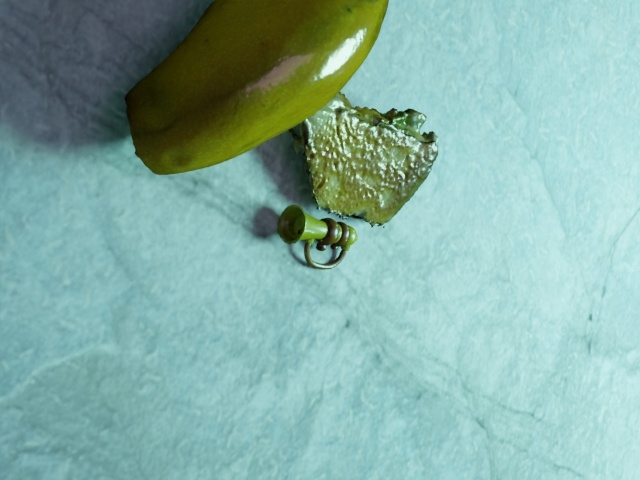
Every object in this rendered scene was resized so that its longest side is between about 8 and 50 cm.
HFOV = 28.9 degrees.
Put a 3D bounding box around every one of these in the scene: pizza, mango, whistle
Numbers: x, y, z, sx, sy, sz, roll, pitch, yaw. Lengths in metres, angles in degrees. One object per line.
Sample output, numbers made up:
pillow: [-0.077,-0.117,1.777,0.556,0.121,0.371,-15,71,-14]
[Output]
pizza: [0.036,-0.101,1.457,0.226,0.069,0.147,12,107,-35]
mango: [-0.056,-0.195,1.298,0.359,0.187,0.144,-48,132,-24]
whistle: [0.003,0.000,1.450,0.109,0.046,0.057,19,67,-43]
